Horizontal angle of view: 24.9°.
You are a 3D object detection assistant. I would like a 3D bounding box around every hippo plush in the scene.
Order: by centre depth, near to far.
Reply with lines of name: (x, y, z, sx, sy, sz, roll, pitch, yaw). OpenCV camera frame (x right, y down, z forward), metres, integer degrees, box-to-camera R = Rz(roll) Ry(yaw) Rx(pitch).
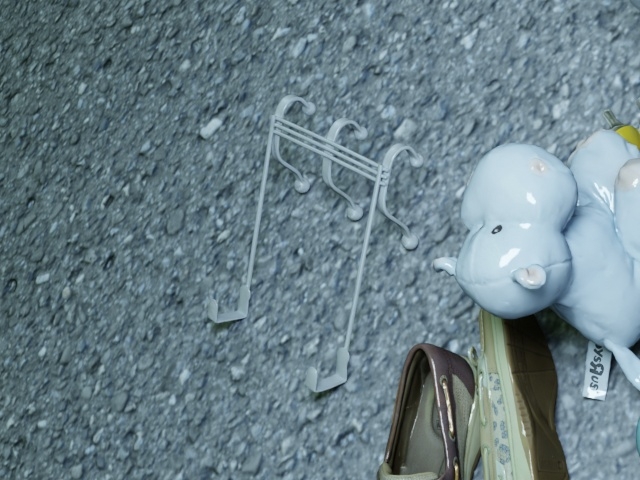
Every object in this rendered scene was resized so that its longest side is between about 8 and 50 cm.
hippo plush: (0.225, 0.014, 1.523, 0.234, 0.236, 0.294, 4, 86, 58)

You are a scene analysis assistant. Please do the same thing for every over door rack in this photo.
over door rack: (0.000, 0.000, 1.864, 0.239, 0.108, 0.324, 29, 105, 45)

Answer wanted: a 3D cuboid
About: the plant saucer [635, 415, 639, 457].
plant saucer: (0.375, 0.201, 1.445, 0.119, 0.021, 0.119, 2, 97, 17)

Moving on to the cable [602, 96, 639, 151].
cable: (0.407, -0.043, 1.573, 0.139, 0.072, 0.287, -18, 70, 16)

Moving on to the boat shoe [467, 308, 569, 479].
boat shoe: (0.203, 0.189, 1.585, 0.089, 0.104, 0.285, -23, 59, 34)

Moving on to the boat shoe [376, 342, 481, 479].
boat shoe: (0.105, 0.281, 1.613, 0.123, 0.123, 0.342, 2, 72, 41)

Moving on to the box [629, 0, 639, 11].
box: (0.431, -0.304, 1.451, 0.168, 0.345, 0.215, 30, 92, 45)
